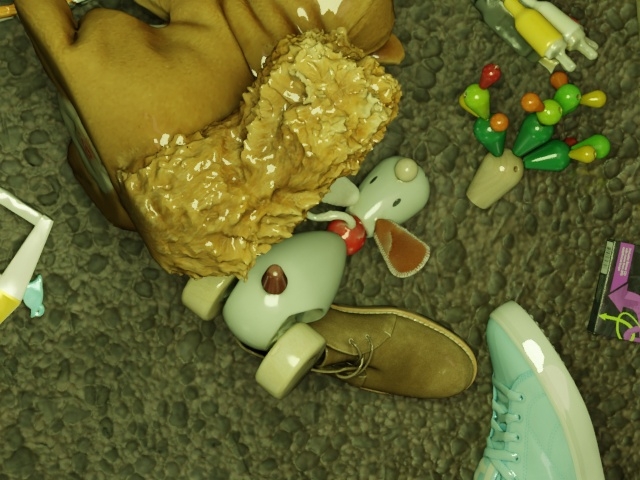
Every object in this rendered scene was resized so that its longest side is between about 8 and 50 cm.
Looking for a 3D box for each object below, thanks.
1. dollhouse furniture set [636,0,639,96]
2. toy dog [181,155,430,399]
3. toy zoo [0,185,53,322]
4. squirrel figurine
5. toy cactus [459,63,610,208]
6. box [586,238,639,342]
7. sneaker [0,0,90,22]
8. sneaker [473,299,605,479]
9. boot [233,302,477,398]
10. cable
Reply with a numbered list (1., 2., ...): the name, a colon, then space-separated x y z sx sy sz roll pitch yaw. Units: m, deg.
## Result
1. dollhouse furniture set: 0.452 -0.231 1.783 0.128 0.183 0.129 -7 97 -10
2. toy dog: 0.000 0.000 1.656 0.220 0.161 0.334 24 58 -3
3. toy zoo: -0.430 0.003 1.723 0.293 0.030 0.192 34 89 -12
4. squirrel figurine: -0.059 -0.155 1.590 0.370 0.397 0.281 -28 136 -15
5. toy cactus: 0.226 -0.118 1.794 0.219 0.112 0.180 11 127 -42
6. box: 0.411 0.070 1.887 0.162 0.029 0.116 10 94 -13
7. sneaker: -0.324 -0.281 1.689 0.214 0.084 0.083 -10 93 -8
8. sneaker: 0.237 0.257 1.821 0.150 0.135 0.366 -21 98 -11
9. boot: 0.036 0.129 1.770 0.305 0.115 0.112 17 110 -11
10. cable: 0.197 -0.293 1.774 0.287 0.139 0.072 45 118 4
